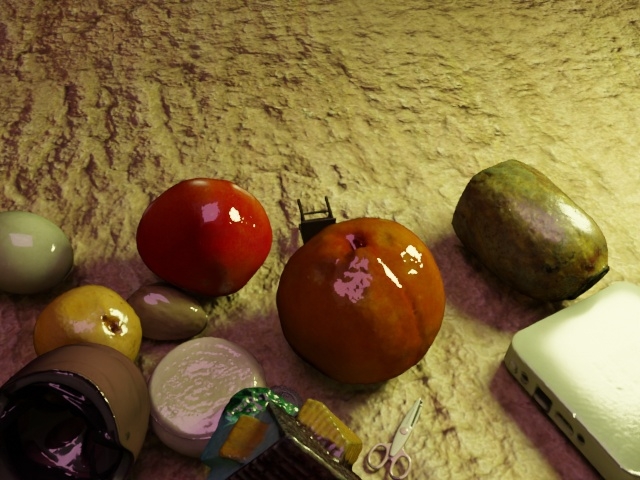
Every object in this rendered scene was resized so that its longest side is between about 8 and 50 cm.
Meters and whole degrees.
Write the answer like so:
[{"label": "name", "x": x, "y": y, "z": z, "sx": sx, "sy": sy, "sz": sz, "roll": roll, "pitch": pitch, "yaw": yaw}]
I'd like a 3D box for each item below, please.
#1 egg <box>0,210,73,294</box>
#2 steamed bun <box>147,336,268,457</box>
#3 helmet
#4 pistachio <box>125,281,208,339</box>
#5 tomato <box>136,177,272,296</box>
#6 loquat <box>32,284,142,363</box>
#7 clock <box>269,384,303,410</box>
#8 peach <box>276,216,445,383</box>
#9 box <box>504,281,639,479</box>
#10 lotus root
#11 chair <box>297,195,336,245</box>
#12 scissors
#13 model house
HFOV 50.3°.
[{"label": "egg", "x": -0.681, "y": 0.026, "z": 1.543, "sx": 0.253, "sy": 0.186, "sz": 0.186, "roll": 18, "pitch": 48, "yaw": 10}, {"label": "steamed bun", "x": -0.213, "y": 0.306, "z": 1.303, "sx": 0.232, "sy": 0.145, "sz": 0.231, "roll": -1, "pitch": 54, "yaw": 1}, {"label": "helmet", "x": -0.435, "y": 0.324, "z": 1.214, "sx": 0.271, "sy": 0.338, "sz": 0.197, "roll": 23, "pitch": 27, "yaw": 1}, {"label": "pistachio", "x": -0.336, "y": 0.155, "z": 1.482, "sx": 0.186, "sy": 0.108, "sz": 0.126, "roll": 10, "pitch": 69, "yaw": -1}, {"label": "tomato", "x": -0.254, "y": 0.002, "z": 1.503, "sx": 0.299, "sy": 0.298, "sz": 0.226, "roll": -2, "pitch": 50, "yaw": -2}, {"label": "loquat", "x": -0.466, "y": 0.192, "z": 1.371, "sx": 0.208, "sy": 0.208, "sz": 0.208, "roll": 0, "pitch": 46, "yaw": 0}, {"label": "clock", "x": -0.076, "y": 0.328, "z": 1.378, "sx": 0.083, "sy": 0.010, "sz": 0.074, "roll": 22, "pitch": 49, "yaw": 19}, {"label": "peach", "x": 0.079, "y": 0.115, "z": 1.384, "sx": 0.343, "sy": 0.301, "sz": 0.342, "roll": 1, "pitch": 46, "yaw": -1}, {"label": "box", "x": 0.617, "y": 0.279, "z": 1.380, "sx": 0.373, "sy": 0.090, "sz": 0.367, "roll": -22, "pitch": 49, "yaw": -19}, {"label": "lotus root", "x": 0.486, "y": -0.009, "z": 1.562, "sx": 0.251, "sy": 0.250, "sz": 0.346, "roll": -27, "pitch": 55, "yaw": -24}, {"label": "chair", "x": 0.000, "y": 0.000, "z": 1.635, "sx": 0.084, "sy": 0.101, "sz": 0.212, "roll": -8, "pitch": 45, "yaw": -8}, {"label": "scissors", "x": 0.160, "y": 0.378, "z": 1.322, "sx": 0.086, "sy": 0.022, "sz": 0.176, "roll": 21, "pitch": 52, "yaw": 23}, {"label": "model house", "x": -0.013, "y": 0.365, "z": 1.107, "sx": 0.280, "sy": 0.249, "sz": 0.230, "roll": 43, "pitch": 48, "yaw": -15}]
